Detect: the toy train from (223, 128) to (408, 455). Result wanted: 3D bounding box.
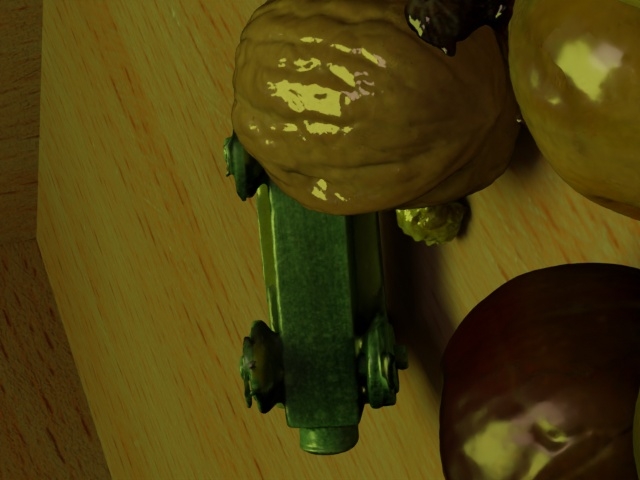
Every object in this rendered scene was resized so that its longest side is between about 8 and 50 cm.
[{"bbox_3d":[0.000,0.000,1.935,0.253,0.160,0.397,-75,-19,-76],"label":"toy train"}]

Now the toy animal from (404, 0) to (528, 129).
[{"bbox_3d":[0.159,-0.127,1.403,0.089,0.179,0.188,109,148,-58],"label":"toy animal"}]

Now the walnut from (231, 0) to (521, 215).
[{"bbox_3d":[0.047,-0.124,1.665,0.261,0.225,0.225,17,117,44],"label":"walnut"}]

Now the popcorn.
[{"bbox_3d":[0.101,-0.031,1.832,0.059,0.068,0.083,-57,4,17],"label":"popcorn"}]

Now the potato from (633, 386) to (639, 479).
[{"bbox_3d":[0.262,0.120,1.149,0.280,0.213,0.330,157,105,-71],"label":"potato"}]

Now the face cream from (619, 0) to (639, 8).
[{"bbox_3d":[0.220,-0.253,1.091,0.179,0.218,0.218,98,156,-44],"label":"face cream"}]

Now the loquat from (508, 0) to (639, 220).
[{"bbox_3d":[0.219,-0.113,1.218,0.213,0.213,0.213,172,90,-72],"label":"loquat"}]

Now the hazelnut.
[{"bbox_3d":[0.189,0.116,1.411,0.229,0.229,0.229,172,90,-72],"label":"hazelnut"}]
